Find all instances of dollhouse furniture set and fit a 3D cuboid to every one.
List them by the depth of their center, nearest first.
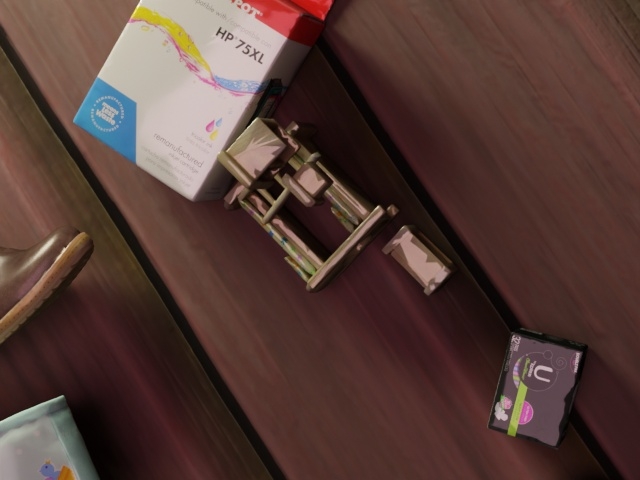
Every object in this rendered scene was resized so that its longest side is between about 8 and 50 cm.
[{"bbox_3d":[0.000,0.000,1.156,0.182,0.161,0.101,45,103,10],"label":"dollhouse furniture set"}]

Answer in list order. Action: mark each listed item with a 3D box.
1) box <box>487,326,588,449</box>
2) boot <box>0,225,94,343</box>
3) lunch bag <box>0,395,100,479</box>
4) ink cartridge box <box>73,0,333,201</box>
[{"bbox_3d":[0.179,0.120,1.169,0.062,0.052,0.083,14,95,15],"label":"box"},{"bbox_3d":[-0.346,0.008,1.278,0.248,0.090,0.207,-37,94,21],"label":"boot"},{"bbox_3d":[-0.285,0.273,1.253,0.262,0.160,0.223,-24,85,21],"label":"lunch bag"},{"bbox_3d":[-0.092,-0.164,1.217,0.134,0.078,0.231,33,100,12],"label":"ink cartridge box"}]
